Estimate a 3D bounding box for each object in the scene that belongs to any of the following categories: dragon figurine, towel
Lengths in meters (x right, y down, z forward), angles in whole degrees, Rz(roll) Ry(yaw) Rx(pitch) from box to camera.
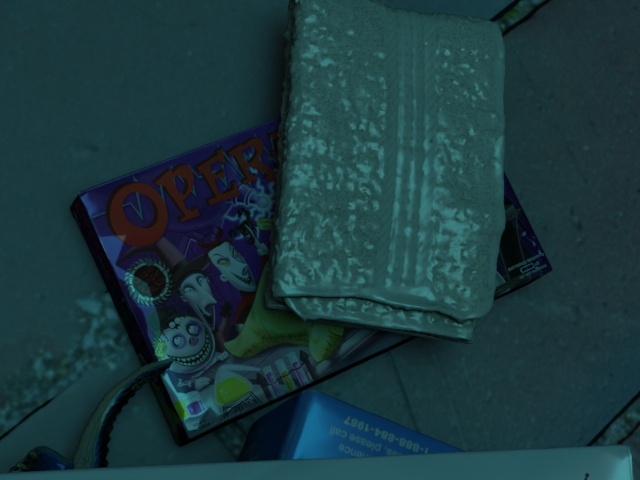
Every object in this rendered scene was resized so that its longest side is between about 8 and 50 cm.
[{"bbox_3d":[-0.177,0.221,0.954,0.144,0.085,0.289,47,58,-3],"label":"dragon figurine"},{"bbox_3d":[0.054,-0.063,1.091,0.187,0.049,0.282,8,72,-17],"label":"towel"}]

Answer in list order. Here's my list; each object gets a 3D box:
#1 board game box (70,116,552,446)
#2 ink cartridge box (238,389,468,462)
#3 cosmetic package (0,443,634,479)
[{"bbox_3d":[0.000,0.000,1.105,0.347,0.056,0.208,-23,80,-23],"label":"board game box"},{"bbox_3d":[0.034,0.345,0.952,0.285,0.166,0.395,24,68,-10],"label":"ink cartridge box"},{"bbox_3d":[-0.034,0.192,0.732,0.377,0.284,0.097,-4,66,5],"label":"cosmetic package"}]
